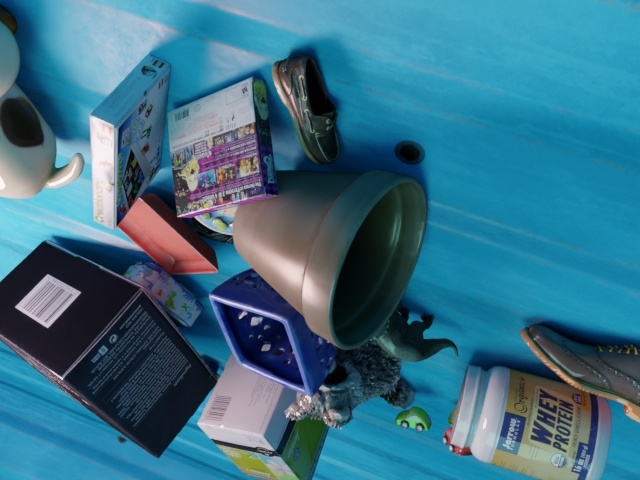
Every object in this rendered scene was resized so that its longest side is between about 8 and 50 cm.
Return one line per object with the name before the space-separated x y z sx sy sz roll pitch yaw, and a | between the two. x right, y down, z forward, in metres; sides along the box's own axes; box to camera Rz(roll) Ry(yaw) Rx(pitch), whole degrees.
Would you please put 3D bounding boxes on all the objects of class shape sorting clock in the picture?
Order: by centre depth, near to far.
shape sorting clock | -0.185 -0.093 1.199 0.206 0.040 0.206 3 125 4

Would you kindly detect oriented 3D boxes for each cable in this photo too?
cable | -0.223 -0.050 1.315 0.184 0.047 0.150 -22 128 40

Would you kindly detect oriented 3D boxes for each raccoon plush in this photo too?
raccoon plush | 0.113 0.397 1.444 0.216 0.299 0.446 -22 123 42

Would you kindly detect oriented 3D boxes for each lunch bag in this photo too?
lunch bag | -0.446 0.150 1.605 0.219 0.090 0.176 45 152 -24

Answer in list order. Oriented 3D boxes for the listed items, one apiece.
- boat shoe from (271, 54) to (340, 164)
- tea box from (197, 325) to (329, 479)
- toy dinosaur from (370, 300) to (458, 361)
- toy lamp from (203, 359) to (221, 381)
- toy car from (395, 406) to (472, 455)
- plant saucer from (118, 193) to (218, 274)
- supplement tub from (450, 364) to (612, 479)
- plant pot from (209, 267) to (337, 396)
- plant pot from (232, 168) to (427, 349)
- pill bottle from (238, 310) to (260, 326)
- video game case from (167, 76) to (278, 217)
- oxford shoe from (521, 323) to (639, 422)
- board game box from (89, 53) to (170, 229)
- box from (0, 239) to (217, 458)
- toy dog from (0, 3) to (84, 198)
boat shoe | -0.009 -0.216 0.978 0.073 0.073 0.207 -2 135 32
tea box | -0.124 0.463 1.622 0.220 0.329 0.323 -1 135 28
toy dinosaur | 0.174 0.205 1.301 0.313 0.160 0.121 42 139 -19
toy lamp | -0.312 0.496 1.966 0.274 0.080 0.080 36 141 -18
toy car | 0.311 0.484 1.538 0.225 0.239 0.053 5 98 21
plant saucer | -0.386 -0.017 1.398 0.259 0.048 0.258 -5 135 50
supplement tub | 0.480 0.426 1.340 0.316 0.228 0.228 13 141 14
plant pot | -0.070 0.164 1.275 0.236 0.212 0.236 13 134 36
plant pot | 0.000 0.000 1.072 0.280 0.323 0.323 22 145 30
pill bottle | -0.172 0.158 1.471 0.108 0.108 0.193 31 141 -8
video game case | -0.185 -0.163 1.052 0.232 0.210 0.042 -11 173 36
oxford shoe | 0.600 0.255 1.199 0.363 0.130 0.133 28 110 6
board game box | -0.368 -0.181 1.112 0.053 0.193 0.305 25 142 -2
box | -0.627 0.305 1.639 0.480 0.297 0.472 18 148 34
toy dog | -0.689 -0.263 1.123 0.395 0.284 0.408 22 140 3
